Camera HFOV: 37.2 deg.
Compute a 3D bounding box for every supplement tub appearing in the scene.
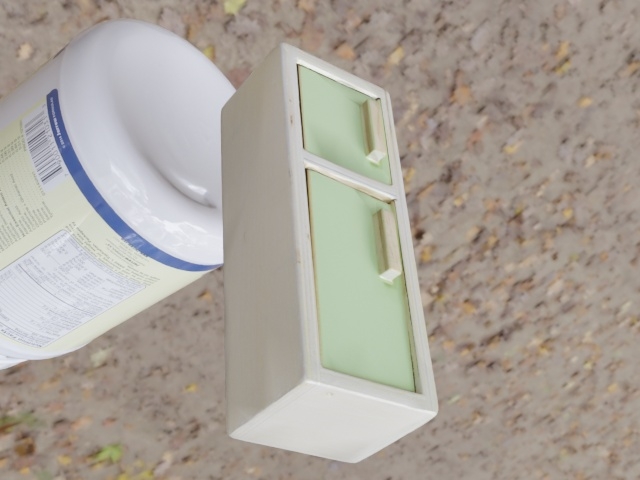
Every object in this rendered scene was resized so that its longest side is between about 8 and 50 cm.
[{"bbox_3d":[-0.232,-0.029,0.887,0.325,0.235,0.235,-29,149,29],"label":"supplement tub"}]

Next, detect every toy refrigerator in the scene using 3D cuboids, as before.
[{"bbox_3d":[0.000,0.000,0.642,0.102,0.269,0.094,20,137,-30],"label":"toy refrigerator"}]
